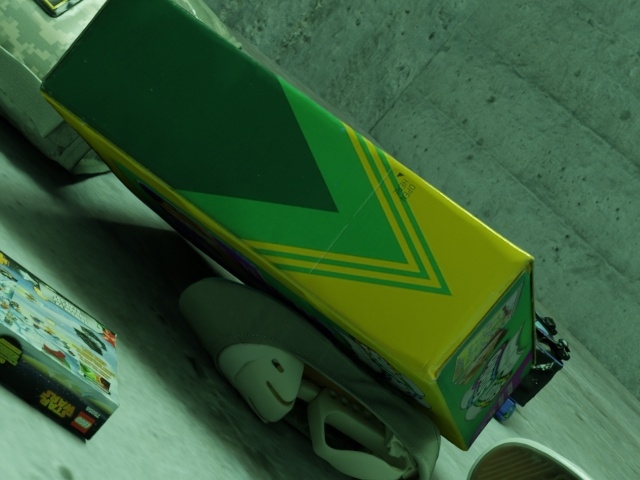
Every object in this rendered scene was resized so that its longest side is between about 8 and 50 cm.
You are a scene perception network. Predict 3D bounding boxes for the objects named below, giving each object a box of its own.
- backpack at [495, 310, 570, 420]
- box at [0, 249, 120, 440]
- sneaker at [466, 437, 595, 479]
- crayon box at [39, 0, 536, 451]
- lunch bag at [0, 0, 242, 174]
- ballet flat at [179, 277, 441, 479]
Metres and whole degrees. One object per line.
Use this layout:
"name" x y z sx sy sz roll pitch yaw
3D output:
"backpack" 0.180 0.099 1.647 0.173 0.117 0.158 41 8 -5
"box" -0.162 0.035 0.731 0.137 0.027 0.094 38 10 -18
"sneaker" 0.202 0.262 0.992 0.290 0.106 0.123 53 4 15
"crayon box" 0.000 0.000 1.037 0.313 0.106 0.363 36 -6 15
"lunch bag" -0.214 -0.178 1.157 0.235 0.169 0.287 44 16 -2
"ballet flat" -0.007 0.103 0.967 0.213 0.072 0.068 36 39 -17
